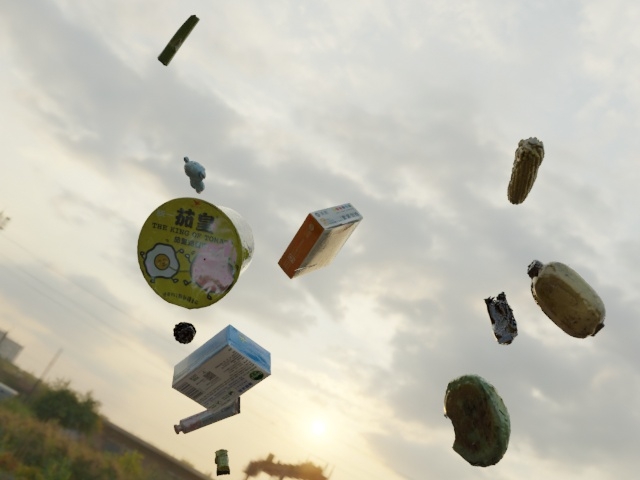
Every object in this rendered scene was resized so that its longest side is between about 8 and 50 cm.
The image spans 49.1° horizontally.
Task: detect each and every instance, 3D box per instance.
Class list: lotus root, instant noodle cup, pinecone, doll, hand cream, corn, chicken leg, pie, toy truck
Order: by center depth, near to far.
[{"bbox_3d":[-0.326,0.517,2.047,0.043,0.210,0.067,35,-48,48],"label":"hand cream"},{"bbox_3d":[0.536,0.236,2.070,0.105,0.233,0.063,22,-52,-18],"label":"chicken leg"},{"bbox_3d":[-0.352,0.024,2.111,0.326,0.325,0.254,26,10,7],"label":"instant noodle cup"},{"bbox_3d":[0.738,0.169,2.117,0.284,0.160,0.146,47,22,20],"label":"lotus root"},{"bbox_3d":[0.617,-0.212,2.120,0.087,0.086,0.288,22,-29,16],"label":"corn"},{"bbox_3d":[0.471,0.548,2.134,0.067,0.302,0.302,-2,-11,-25],"label":"pie"},{"bbox_3d":[-0.432,0.297,2.222,0.077,0.077,0.083,37,10,-18],"label":"pinecone"},{"bbox_3d":[-0.330,0.743,2.350,0.049,0.083,0.054,-3,-56,-13],"label":"toy truck"},{"bbox_3d":[-0.463,-0.244,2.647,0.120,0.075,0.179,41,-15,16],"label":"doll"}]

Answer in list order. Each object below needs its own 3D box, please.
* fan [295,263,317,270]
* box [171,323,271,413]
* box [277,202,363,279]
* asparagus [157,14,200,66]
[{"bbox_3d":[-0.029,0.068,1.806,0.080,0.060,0.003,-15,-88,57],"label":"fan"},{"bbox_3d":[-0.229,0.301,1.627,0.194,0.073,0.139,-37,-59,20],"label":"box"},{"bbox_3d":[0.000,0.000,2.433,0.091,0.221,0.274,51,-52,20],"label":"box"},{"bbox_3d":[-0.423,-0.598,2.082,0.041,0.178,0.045,37,7,-7],"label":"asparagus"}]
